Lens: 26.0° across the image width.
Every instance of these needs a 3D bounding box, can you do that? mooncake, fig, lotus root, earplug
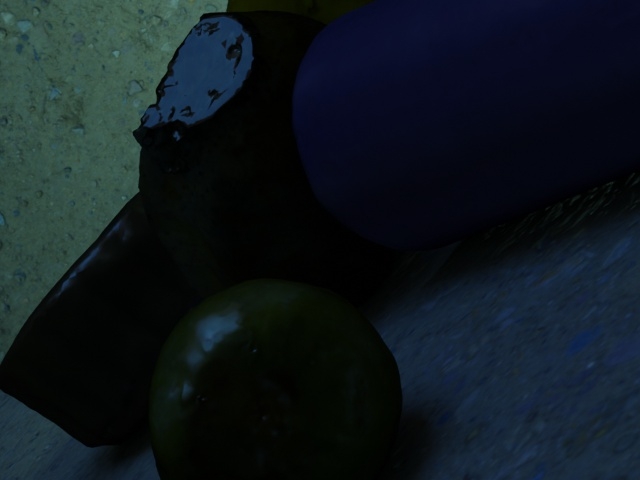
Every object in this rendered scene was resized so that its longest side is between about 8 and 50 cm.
[{"bbox_3d":[-0.205,0.085,1.508,0.290,0.161,0.290,-52,3,4],"label":"mooncake"},{"bbox_3d":[-0.017,0.112,0.909,0.167,0.167,0.233,-39,-26,15],"label":"fig"},{"bbox_3d":[-0.021,-0.083,1.227,0.149,0.260,0.267,13,59,35],"label":"lotus root"},{"bbox_3d":[0.175,-0.131,0.993,0.215,0.215,0.456,-48,15,-28],"label":"earplug"}]

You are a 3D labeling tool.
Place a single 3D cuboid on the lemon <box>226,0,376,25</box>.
[{"bbox_3d":[0.064,-0.260,1.534,0.350,0.350,0.387,-45,0,-15],"label":"lemon"}]
